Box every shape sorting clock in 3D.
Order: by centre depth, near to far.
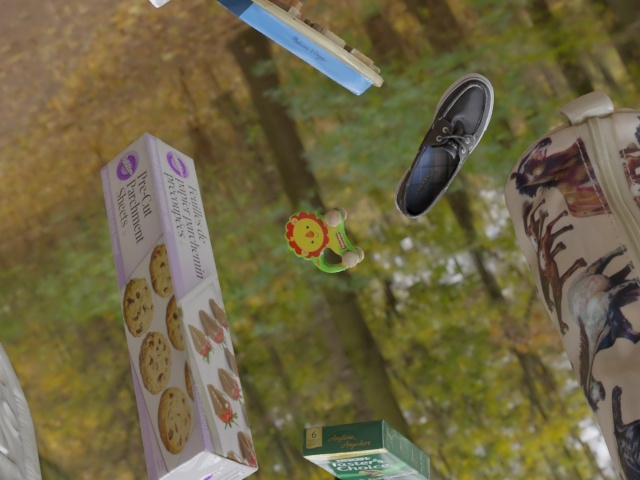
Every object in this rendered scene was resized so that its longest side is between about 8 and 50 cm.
[{"bbox_3d":[-0.031,-0.196,1.227,0.040,0.206,0.206,-56,180,7],"label":"shape sorting clock"}]

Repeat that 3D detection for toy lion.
[{"bbox_3d":[0.000,0.000,1.949,0.096,0.100,0.034,-21,-173,24],"label":"toy lion"}]

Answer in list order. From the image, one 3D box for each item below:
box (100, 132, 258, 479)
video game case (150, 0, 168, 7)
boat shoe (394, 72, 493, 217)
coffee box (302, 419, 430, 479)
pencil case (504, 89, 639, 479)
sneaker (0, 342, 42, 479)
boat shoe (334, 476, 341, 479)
[{"bbox_3d":[-0.122,0.057,1.142,0.067,0.324,0.063,-34,140,25],"label":"box"},{"bbox_3d":[-0.252,-0.393,1.382,0.061,0.269,0.244,-36,150,5],"label":"video game case"},{"bbox_3d":[0.175,-0.129,1.958,0.228,0.080,0.076,-56,-172,13],"label":"boat shoe"},{"bbox_3d":[0.060,0.277,1.774,0.113,0.040,0.184,-8,155,19],"label":"coffee box"},{"bbox_3d":[0.276,0.070,1.134,0.160,0.410,0.183,-8,140,-8],"label":"pencil case"},{"bbox_3d":[-0.261,0.158,0.673,0.236,0.130,0.323,-25,-155,-3],"label":"sneaker"},{"bbox_3d":[0.042,0.425,1.966,0.112,0.095,0.335,-31,-142,46],"label":"boat shoe"}]
